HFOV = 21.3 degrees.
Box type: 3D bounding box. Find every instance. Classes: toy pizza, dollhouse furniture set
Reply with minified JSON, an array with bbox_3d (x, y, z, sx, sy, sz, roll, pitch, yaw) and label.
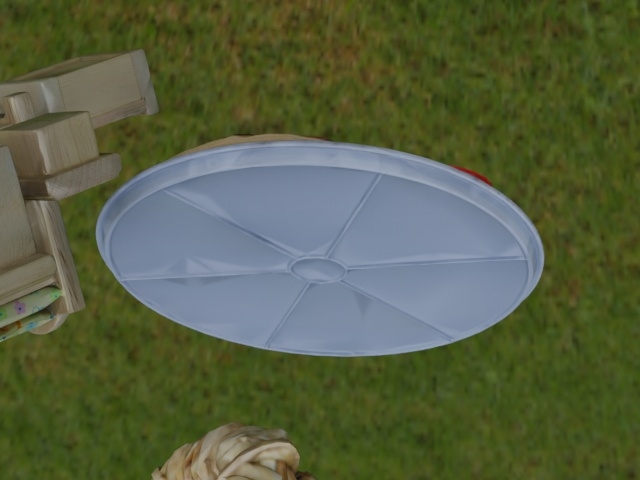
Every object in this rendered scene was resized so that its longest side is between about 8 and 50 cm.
[{"bbox_3d":[0.000,0.000,0.768,0.201,0.032,0.201,3,153,2],"label":"toy pizza"},{"bbox_3d":[-0.100,-0.003,0.644,0.161,0.182,0.101,3,111,47],"label":"dollhouse furniture set"}]

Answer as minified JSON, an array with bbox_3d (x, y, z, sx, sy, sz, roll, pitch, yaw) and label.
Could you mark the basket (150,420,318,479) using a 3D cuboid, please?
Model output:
[{"bbox_3d":[-0.070,0.229,0.456,0.213,0.299,0.223,-11,137,31],"label":"basket"}]
